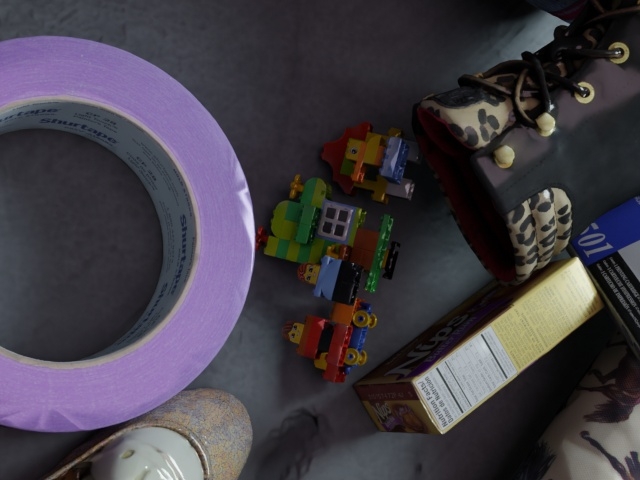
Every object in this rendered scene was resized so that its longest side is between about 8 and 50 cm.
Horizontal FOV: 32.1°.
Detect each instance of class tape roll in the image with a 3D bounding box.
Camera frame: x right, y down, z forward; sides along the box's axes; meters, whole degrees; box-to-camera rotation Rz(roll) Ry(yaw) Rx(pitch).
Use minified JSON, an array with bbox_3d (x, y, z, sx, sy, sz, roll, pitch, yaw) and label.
[{"bbox_3d":[-0.190,-0.002,0.798,0.274,0.090,0.275,4,80,-23],"label":"tape roll"}]

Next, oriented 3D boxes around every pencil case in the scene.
[{"bbox_3d":[0.300,0.161,0.937,0.183,0.160,0.410,37,71,13],"label":"pencil case"}]

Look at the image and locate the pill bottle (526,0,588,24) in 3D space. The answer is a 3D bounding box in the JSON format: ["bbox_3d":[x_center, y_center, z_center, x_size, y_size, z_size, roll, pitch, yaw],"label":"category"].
[{"bbox_3d":[0.140,-0.323,0.939,0.318,0.176,0.176,23,74,-19],"label":"pill bottle"}]

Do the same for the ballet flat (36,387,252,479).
[{"bbox_3d":[-0.166,0.203,0.768,0.316,0.106,0.107,-32,94,-24],"label":"ballet flat"}]

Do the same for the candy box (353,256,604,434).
[{"bbox_3d":[0.128,0.086,0.912,0.186,0.109,0.053,-32,95,-23],"label":"candy box"}]

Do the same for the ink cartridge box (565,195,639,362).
[{"bbox_3d":[0.273,0.021,0.926,0.097,0.207,0.046,-26,127,4],"label":"ink cartridge box"}]

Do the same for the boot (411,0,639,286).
[{"bbox_3d":[0.204,-0.155,0.833,0.284,0.138,0.377,-33,133,-9],"label":"boot"}]

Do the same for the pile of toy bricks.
[{"bbox_3d":[0.000,0.000,0.886,0.105,0.118,0.212,14,86,18],"label":"pile of toy bricks"}]
